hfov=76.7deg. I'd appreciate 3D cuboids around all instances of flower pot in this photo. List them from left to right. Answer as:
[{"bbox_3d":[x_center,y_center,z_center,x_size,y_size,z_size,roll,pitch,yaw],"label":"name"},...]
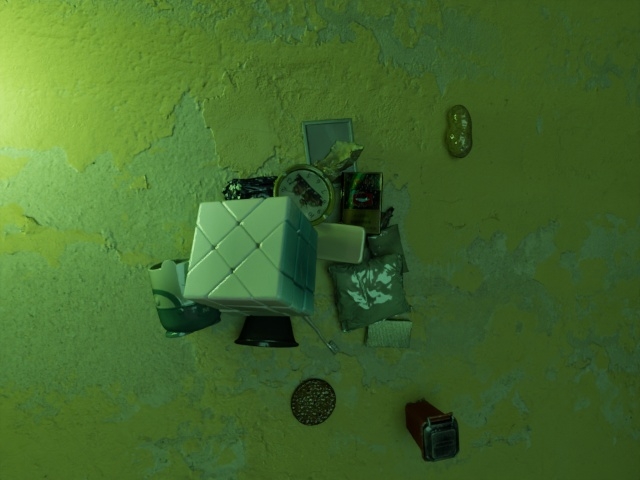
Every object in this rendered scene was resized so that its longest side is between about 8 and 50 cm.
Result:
[{"bbox_3d":[-0.192,0.311,1.489,0.234,0.235,0.148,7,72,-15],"label":"flower pot"}]

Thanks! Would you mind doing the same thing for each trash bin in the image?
[{"bbox_3d":[0.444,0.751,1.653,0.161,0.238,0.185,-5,96,-12],"label":"trash bin"}]

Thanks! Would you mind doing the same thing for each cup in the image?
[{"bbox_3d":[-0.436,0.172,1.416,0.289,0.219,0.258,-15,98,-46],"label":"cup"}]

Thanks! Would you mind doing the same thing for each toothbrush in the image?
[{"bbox_3d":[-0.025,0.340,1.617,0.029,0.025,0.307,-43,103,-18],"label":"toothbrush"}]

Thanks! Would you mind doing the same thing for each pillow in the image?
[{"bbox_3d":[0.199,0.197,1.597,0.309,0.138,0.284,-16,103,0],"label":"pillow"},{"bbox_3d":[0.274,0.055,1.654,0.148,0.050,0.230,-20,115,-5],"label":"pillow"}]

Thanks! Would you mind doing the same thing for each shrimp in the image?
[{"bbox_3d":[0.206,-0.078,1.654,0.152,0.046,0.219,43,82,-16],"label":"shrimp"}]

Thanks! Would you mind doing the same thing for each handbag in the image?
[{"bbox_3d":[-0.229,-0.154,1.497,0.259,0.113,0.162,-7,90,-19],"label":"handbag"}]

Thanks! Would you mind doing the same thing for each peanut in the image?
[{"bbox_3d":[0.588,-0.463,1.715,0.108,0.095,0.227,-1,91,-12],"label":"peanut"}]

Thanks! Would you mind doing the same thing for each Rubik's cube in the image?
[{"bbox_3d":[-0.203,0.068,1.316,0.317,0.316,0.323,-2,69,17],"label":"Rubik's cube"}]

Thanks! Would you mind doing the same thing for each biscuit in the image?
[{"bbox_3d":[-0.027,0.649,1.627,0.187,0.027,0.188,0,92,-17],"label":"biscuit"},{"bbox_3d":[0.283,0.386,1.696,0.199,0.040,0.122,7,93,-14],"label":"biscuit"}]

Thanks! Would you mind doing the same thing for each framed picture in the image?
[{"bbox_3d":[0.041,-0.343,1.612,0.216,0.017,0.275,-6,94,-15],"label":"framed picture"}]

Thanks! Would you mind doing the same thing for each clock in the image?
[{"bbox_3d":[-0.061,-0.161,1.479,0.236,0.057,0.238,3,82,-19],"label":"clock"}]

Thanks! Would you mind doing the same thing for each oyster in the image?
[{"bbox_3d":[0.059,-0.294,1.552,0.232,0.161,0.107,-34,117,-4],"label":"oyster"}]

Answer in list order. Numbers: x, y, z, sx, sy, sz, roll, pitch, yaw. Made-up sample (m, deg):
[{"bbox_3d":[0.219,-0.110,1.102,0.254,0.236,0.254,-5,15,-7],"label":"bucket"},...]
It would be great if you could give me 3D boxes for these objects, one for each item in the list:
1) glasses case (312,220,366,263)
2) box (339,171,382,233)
[{"bbox_3d":[0.000,0.000,1.520,0.335,0.076,0.144,8,91,8],"label":"glasses case"},{"bbox_3d":[0.161,-0.144,1.574,0.159,0.071,0.241,1,87,14],"label":"box"}]
